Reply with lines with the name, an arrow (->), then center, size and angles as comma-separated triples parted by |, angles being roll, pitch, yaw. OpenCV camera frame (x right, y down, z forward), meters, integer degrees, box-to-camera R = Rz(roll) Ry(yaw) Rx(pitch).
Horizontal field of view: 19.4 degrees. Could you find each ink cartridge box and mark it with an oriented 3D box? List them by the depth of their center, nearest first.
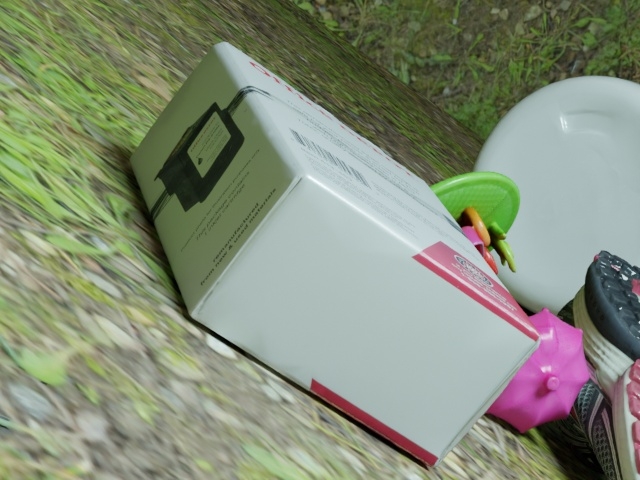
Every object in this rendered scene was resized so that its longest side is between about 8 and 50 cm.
ink cartridge box -> 0.000, 0.000, 1.061 | 0.172, 0.100, 0.237 | 34, 11, -24

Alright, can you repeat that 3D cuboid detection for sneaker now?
sneaker -> 0.223, 0.132, 1.282 | 0.121, 0.112, 0.299 | 27, 25, -15

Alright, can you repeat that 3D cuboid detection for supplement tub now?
supplement tub -> 0.315, -0.015, 1.889 | 0.241, 0.241, 0.331 | 43, 11, 28

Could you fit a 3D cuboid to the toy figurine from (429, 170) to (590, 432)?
toy figurine -> 0.119, 0.064, 1.281 | 0.159, 0.130, 0.173 | 59, -6, 29
